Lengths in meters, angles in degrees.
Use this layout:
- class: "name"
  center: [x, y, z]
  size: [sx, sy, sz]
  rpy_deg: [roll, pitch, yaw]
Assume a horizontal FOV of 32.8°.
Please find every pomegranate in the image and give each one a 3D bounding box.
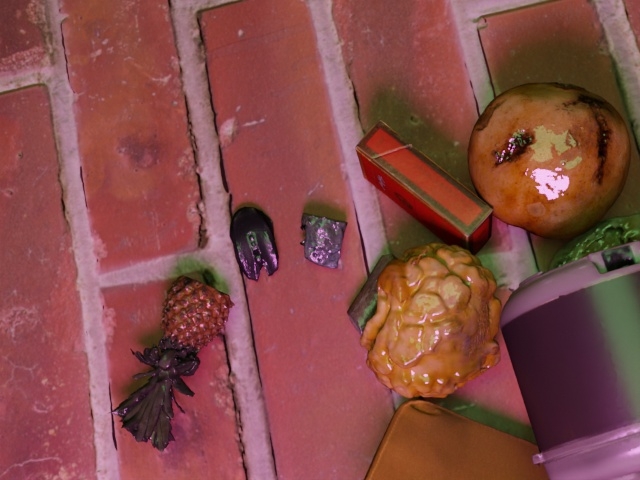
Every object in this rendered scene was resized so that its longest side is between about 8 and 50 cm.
- class: "pomegranate"
  center: [0.361, -0.135, 1.730]
  size: [0.260, 0.260, 0.260]
  rpy_deg: [-2, 73, 7]

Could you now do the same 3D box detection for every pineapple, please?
- class: "pineapple"
  center: [-0.238, 0.201, 1.779]
  size: [0.130, 0.119, 0.277]
  rpy_deg: [32, 78, -30]

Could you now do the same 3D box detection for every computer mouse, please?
- class: "computer mouse"
  center: [-0.115, 0.002, 1.850]
  size: [0.079, 0.047, 0.135]
  rpy_deg: [-17, 74, 4]

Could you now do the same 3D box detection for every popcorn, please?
- class: "popcorn"
  center: [0.180, 0.125, 1.692]
  size: [0.250, 0.250, 0.190]
  rpy_deg: [-47, 39, -7]

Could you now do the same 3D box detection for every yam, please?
- class: "yam"
  center: [0.096, 0.097, 1.783]
  size: [0.069, 0.070, 0.146]
  rpy_deg: [31, 79, 15]

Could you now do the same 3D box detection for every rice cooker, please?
- class: "rice cooker"
  center: [0.441, 0.188, 1.511]
  size: [0.335, 0.335, 0.325]
  rpy_deg: [-17, 73, 3]

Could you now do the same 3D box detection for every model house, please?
- class: "model house"
  center: [0.000, 0.000, 1.834]
  size: [0.078, 0.066, 0.083]
  rpy_deg: [11, 93, 0]

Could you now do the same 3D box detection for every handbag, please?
- class: "handbag"
  center: [0.253, 0.415, 1.569]
  size: [0.401, 0.133, 0.283]
  rpy_deg: [22, 33, 11]

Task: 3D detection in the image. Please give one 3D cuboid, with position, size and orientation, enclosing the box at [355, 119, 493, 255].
- class: "box"
  center: [0.171, -0.079, 1.779]
  size: [0.240, 0.153, 0.074]
  rpy_deg: [40, 87, 16]

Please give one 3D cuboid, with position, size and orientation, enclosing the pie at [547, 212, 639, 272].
- class: "pie"
  center: [0.513, 0.108, 1.715]
  size: [0.339, 0.077, 0.339]
  rpy_deg: [-2, 74, 7]
